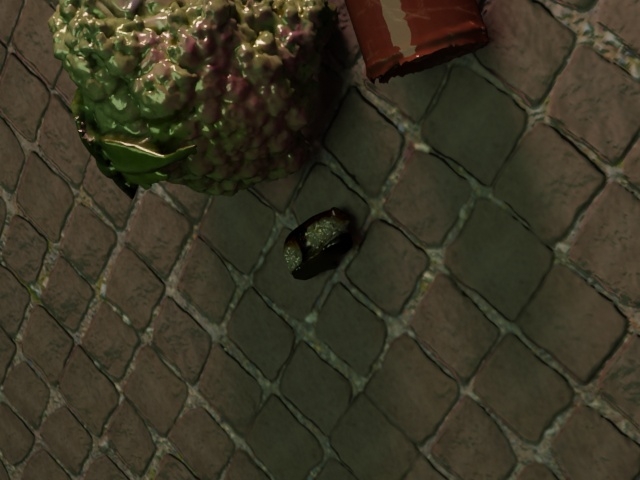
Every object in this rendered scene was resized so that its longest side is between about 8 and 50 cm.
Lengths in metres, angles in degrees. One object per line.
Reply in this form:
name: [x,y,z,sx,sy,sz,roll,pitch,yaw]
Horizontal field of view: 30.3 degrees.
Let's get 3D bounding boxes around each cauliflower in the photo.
cauliflower: [-0.125,-0.174,1.076,0.239,0.256,0.315,-56,37,38]

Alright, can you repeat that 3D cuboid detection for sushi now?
sushi: [0.000,0.000,1.122,0.083,0.044,0.046,-36,57,37]

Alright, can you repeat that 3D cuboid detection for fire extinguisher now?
fire extinguisher: [0.030,-0.299,0.978,0.147,0.106,0.337,-18,89,65]
